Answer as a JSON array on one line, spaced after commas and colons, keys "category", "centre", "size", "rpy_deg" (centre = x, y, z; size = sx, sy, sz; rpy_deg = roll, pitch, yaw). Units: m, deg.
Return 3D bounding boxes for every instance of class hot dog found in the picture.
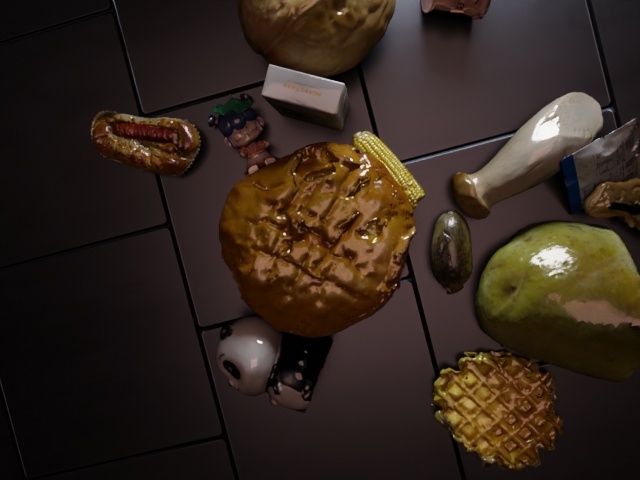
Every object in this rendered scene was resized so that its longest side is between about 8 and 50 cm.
[{"category": "hot dog", "centre": [-0.386, -0.218, 1.325], "size": [0.252, 0.069, 0.131], "rpy_deg": [12, 94, 5]}]

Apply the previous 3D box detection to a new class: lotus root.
[{"category": "lotus root", "centre": [0.277, 0.025, 1.274], "size": [0.089, 0.080, 0.180], "rpy_deg": [-3, 93, 3]}]

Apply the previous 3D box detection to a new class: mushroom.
[{"category": "mushroom", "centre": [0.429, -0.174, 1.236], "size": [0.350, 0.128, 0.128], "rpy_deg": [-35, 89, 10]}]

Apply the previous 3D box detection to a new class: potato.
[{"category": "potato", "centre": [0.467, 0.123, 1.199], "size": [0.279, 0.213, 0.331], "rpy_deg": [1, 91, 4]}]

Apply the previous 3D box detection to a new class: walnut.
[{"category": "walnut", "centre": [-0.006, -0.472, 1.192], "size": [0.277, 0.252, 0.313], "rpy_deg": [41, 88, 14]}]

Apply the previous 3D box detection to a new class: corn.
[{"category": "corn", "centre": [0.143, -0.153, 1.285], "size": [0.067, 0.067, 0.206], "rpy_deg": [-44, 89, 5]}]

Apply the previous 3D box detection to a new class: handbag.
[{"category": "handbag", "centre": [0.277, -0.552, 1.205], "size": [0.116, 0.179, 0.205], "rpy_deg": [3, 94, -2]}]

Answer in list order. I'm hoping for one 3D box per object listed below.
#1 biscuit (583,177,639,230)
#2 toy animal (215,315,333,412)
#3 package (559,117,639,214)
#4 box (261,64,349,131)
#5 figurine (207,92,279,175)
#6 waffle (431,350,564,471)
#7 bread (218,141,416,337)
[{"category": "biscuit", "centre": [0.699, -0.067, 1.229], "size": [0.319, 0.047, 0.184], "rpy_deg": [11, 100, -6]}, {"category": "toy animal", "centre": [-0.106, 0.255, 1.269], "size": [0.235, 0.187, 0.165], "rpy_deg": [16, 60, 0]}, {"category": "package", "centre": [0.575, -0.145, 1.221], "size": [0.173, 0.027, 0.171], "rpy_deg": [-28, 135, 6]}, {"category": "box", "centre": [-0.023, -0.281, 1.209], "size": [0.149, 0.233, 0.067], "rpy_deg": [13, 94, 4]}, {"category": "figurine", "centre": [-0.165, -0.218, 1.293], "size": [0.111, 0.102, 0.195], "rpy_deg": [-25, 93, -7]}, {"category": "waffle", "centre": [0.382, 0.371, 1.291], "size": [0.280, 0.060, 0.262], "rpy_deg": [-1, 92, 5]}, {"category": "bread", "centre": [0.000, 0.000, 1.232], "size": [0.397, 0.215, 0.399], "rpy_deg": [0, 92, 4]}]
